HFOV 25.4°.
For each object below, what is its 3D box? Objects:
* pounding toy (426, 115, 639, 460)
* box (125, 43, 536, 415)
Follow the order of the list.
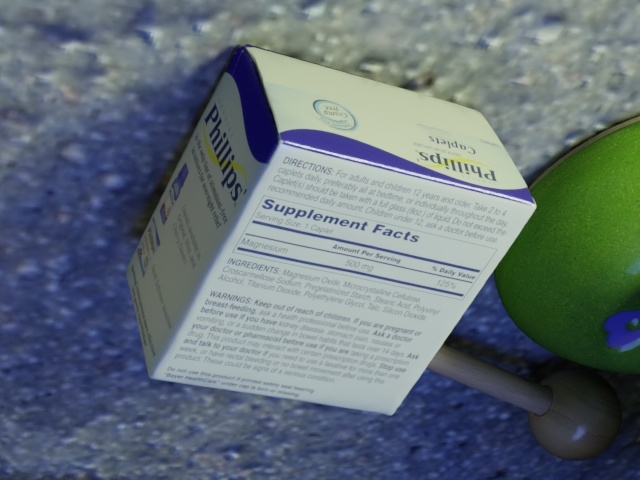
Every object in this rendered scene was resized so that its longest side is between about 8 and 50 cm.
[{"bbox_3d":[0.168,0.048,0.710,0.183,0.110,0.237,24,127,-36],"label":"pounding toy"},{"bbox_3d":[0.000,0.000,0.624,0.126,0.072,0.137,12,126,-28],"label":"box"}]
